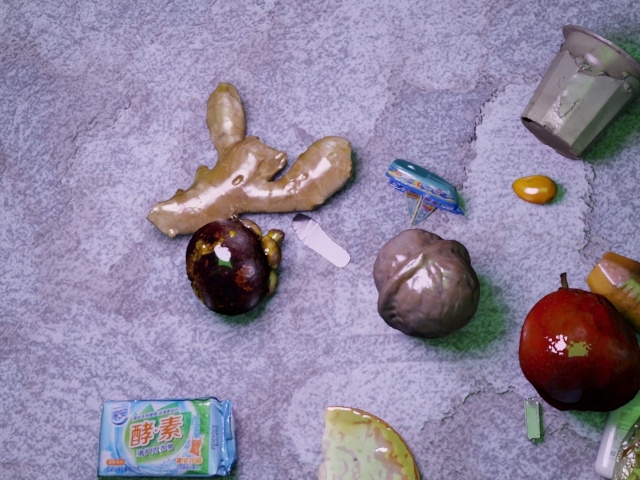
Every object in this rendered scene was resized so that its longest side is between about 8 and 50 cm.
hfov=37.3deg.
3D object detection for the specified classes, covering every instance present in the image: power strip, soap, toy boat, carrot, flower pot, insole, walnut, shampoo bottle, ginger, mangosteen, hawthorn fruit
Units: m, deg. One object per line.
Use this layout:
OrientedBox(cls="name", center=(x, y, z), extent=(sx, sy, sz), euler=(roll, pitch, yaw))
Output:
OrientedBox(cls="power strip", center=(0.393, 0.334, 1.761), extent=(0.027, 0.017, 0.083), euler=(-2, 74, 10))
OrientedBox(cls="soap", center=(-0.302, 0.384, 1.840), extent=(0.293, 0.077, 0.156), euler=(-4, 74, 9))
OrientedBox(cls="toy boat", center=(0.203, -0.081, 1.891), extent=(0.175, 0.091, 0.110), euler=(27, 114, 13))
OrientedBox(cls="carrot", center=(0.625, 0.140, 1.726), extent=(0.302, 0.114, 0.114), euler=(42, 85, 16))
OrientedBox(cls="flower pot", center=(0.497, -0.278, 1.826), extent=(0.212, 0.212, 0.203), euler=(39, 91, 18))
OrientedBox(cls="insole", center=(0.000, 0.000, 1.934), extent=(0.152, 0.002, 0.053), euler=(38, 84, 18))
OrientedBox(cls="walnut", center=(0.194, 0.081, 1.764), extent=(0.224, 0.224, 0.224), euler=(-3, 74, 9))
OrientedBox(cls="shampoo bottle", center=(0.573, 0.332, 1.712), extent=(0.108, 0.051, 0.221), euler=(15, 77, 17))
OrientedBox(cls="ginger", center=(-0.146, -0.114, 1.946), extent=(0.363, 0.122, 0.348), euler=(29, 83, 11))
OrientedBox(cls="mangosteen", center=(-0.157, 0.041, 1.864), extent=(0.217, 0.192, 0.192), euler=(-26, 70, -20))
OrientedBox(cls="hawthorn fruit", center=(0.451, 0.176, 1.696), extent=(0.210, 0.230, 0.266), euler=(-30, 54, 27))

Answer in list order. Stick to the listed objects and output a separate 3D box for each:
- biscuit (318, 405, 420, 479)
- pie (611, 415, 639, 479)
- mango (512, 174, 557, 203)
OrientedBox(cls="biscuit", center=(0.085, 0.470, 1.766), extent=(0.204, 0.040, 0.309), euler=(3, 76, 11))
OrientedBox(cls="pie", center=(0.658, 0.410, 1.624), extent=(0.323, 0.070, 0.323), euler=(-1, 75, 4))
OrientedBox(cls="mango", center=(0.420, -0.102, 1.867), extent=(0.089, 0.046, 0.060), euler=(15, 75, 27))
